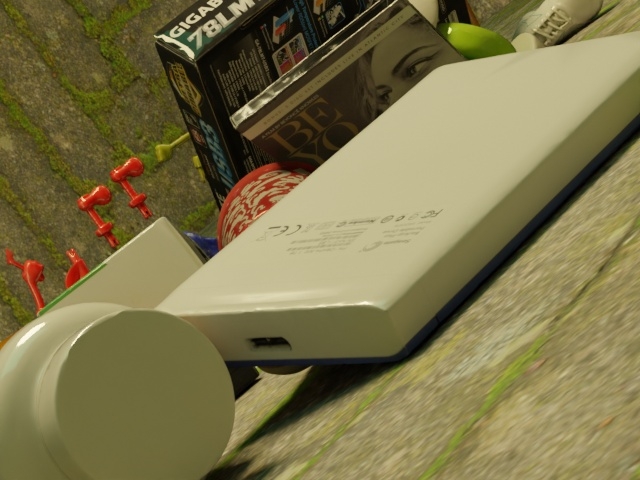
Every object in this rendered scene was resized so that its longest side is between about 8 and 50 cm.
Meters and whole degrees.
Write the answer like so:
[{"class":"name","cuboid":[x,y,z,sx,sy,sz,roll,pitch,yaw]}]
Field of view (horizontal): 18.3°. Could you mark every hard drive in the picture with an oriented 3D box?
[{"class":"hard drive","cuboid":[0.062,-0.027,1.219,0.210,0.040,0.318,-5,28,46]}]

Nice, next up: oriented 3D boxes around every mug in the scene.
[{"class":"mug","cuboid":[-0.008,-0.006,1.488,0.150,0.113,0.169,-39,8,3]}]

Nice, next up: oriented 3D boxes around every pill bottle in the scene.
[{"class":"pill bottle","cuboid":[-0.140,0.111,1.144,0.136,0.136,0.245,-40,5,-27]}]

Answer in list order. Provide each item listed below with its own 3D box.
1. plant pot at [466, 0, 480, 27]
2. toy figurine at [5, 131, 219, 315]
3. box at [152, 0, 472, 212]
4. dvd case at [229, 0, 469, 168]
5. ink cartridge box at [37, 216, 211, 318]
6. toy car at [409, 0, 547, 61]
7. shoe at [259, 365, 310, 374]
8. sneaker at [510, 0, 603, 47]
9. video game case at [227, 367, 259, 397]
[{"class":"plant pot","cuboid":[0.093,-0.199,2.123,0.205,0.188,0.205,-38,5,4]},{"class":"toy figurine","cuboid":[-0.191,0.012,2.315,0.362,0.191,0.217,-38,-1,-17]},{"class":"box","cuboid":[0.013,-0.151,1.836,0.293,0.295,0.073,-41,48,-20]},{"class":"dvd case","cuboid":[0.052,-0.095,1.589,0.164,0.018,0.221,-37,-38,13]},{"class":"ink cartridge box","cuboid":[-0.166,0.065,1.886,0.153,0.087,0.208,-38,-8,-1]},{"class":"toy car","cuboid":[0.102,-0.123,1.732,0.182,0.159,0.136,-28,45,63]},{"class":"shoe","cuboid":[0.016,0.035,1.280,0.076,0.058,0.219,-13,21,28]},{"class":"sneaker","cuboid":[0.252,-0.232,2.145,0.061,0.053,0.152,-52,5,-33]},{"class":"video game case","cuboid":[-0.186,0.181,1.467,0.275,0.035,0.248,-38,4,-18]}]
